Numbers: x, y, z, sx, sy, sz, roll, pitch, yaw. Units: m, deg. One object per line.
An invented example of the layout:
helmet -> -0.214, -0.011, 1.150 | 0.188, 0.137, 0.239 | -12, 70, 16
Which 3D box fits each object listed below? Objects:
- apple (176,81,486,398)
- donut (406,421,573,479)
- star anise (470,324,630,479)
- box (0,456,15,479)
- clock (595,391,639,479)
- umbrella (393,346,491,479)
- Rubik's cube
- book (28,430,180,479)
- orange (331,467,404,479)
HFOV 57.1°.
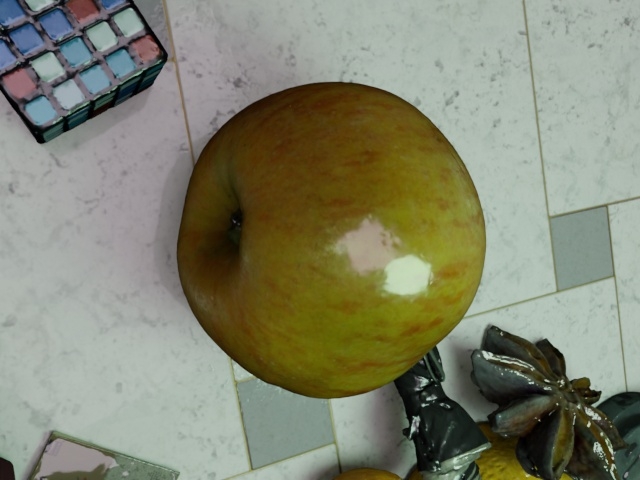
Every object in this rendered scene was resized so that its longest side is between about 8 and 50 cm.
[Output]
apple -> 0.000, 0.000, 0.749 | 0.334, 0.401, 0.399 | -16, 99, -41
donut -> 0.316, 0.567, 1.031 | 0.378, 0.163, 0.434 | -28, 102, -17
star anise -> 0.381, 0.285, 1.005 | 0.332, 0.331, 0.117 | 27, 122, -20
box -> -0.458, 0.341, 0.662 | 0.168, 0.294, 0.193 | 36, 81, -30
clock -> 0.646, 0.468, 1.205 | 0.319, 0.066, 0.318 | -2, 94, -21
umbrella -> 0.170, 0.257, 0.928 | 0.113, 0.106, 0.357 | -8, 70, -24
Rubik's cube -> -0.323, -0.244, 0.728 | 0.182, 0.187, 0.184 | -36, 107, -16
book -> -0.322, 0.371, 0.851 | 0.199, 0.016, 0.138 | 27, 83, -20
orange -> 0.075, 0.445, 0.931 | 0.178, 0.155, 0.177 | -14, 143, -11
